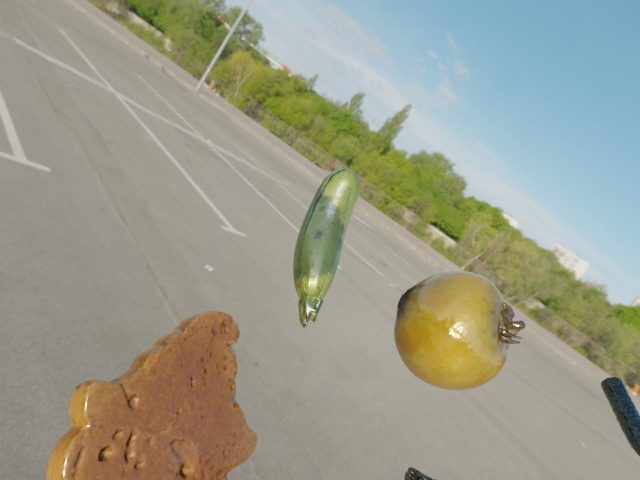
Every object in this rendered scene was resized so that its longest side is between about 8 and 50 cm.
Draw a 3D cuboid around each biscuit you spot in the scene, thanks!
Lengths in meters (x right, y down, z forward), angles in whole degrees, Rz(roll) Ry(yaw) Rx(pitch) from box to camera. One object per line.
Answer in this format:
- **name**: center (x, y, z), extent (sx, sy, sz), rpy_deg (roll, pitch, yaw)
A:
- **biscuit**: center (-0.131, 0.183, 0.334), extent (0.183, 0.043, 0.280), rpy_deg (46, 47, -34)

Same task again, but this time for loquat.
- **loquat**: center (0.167, 0.111, 0.521), extent (0.163, 0.163, 0.137), rpy_deg (-64, 131, -79)

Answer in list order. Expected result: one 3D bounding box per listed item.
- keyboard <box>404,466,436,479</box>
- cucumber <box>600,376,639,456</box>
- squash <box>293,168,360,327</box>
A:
- **keyboard**: center (0.161, 0.292, 0.395), extent (0.018, 0.060, 0.195), rpy_deg (12, -4, -44)
- **cucumber**: center (0.435, 0.252, 0.578), extent (0.032, 0.032, 0.133), rpy_deg (33, 30, -7)
- **squash**: center (0.000, 0.000, 0.793), extent (0.095, 0.340, 0.094), rpy_deg (14, -24, 6)
